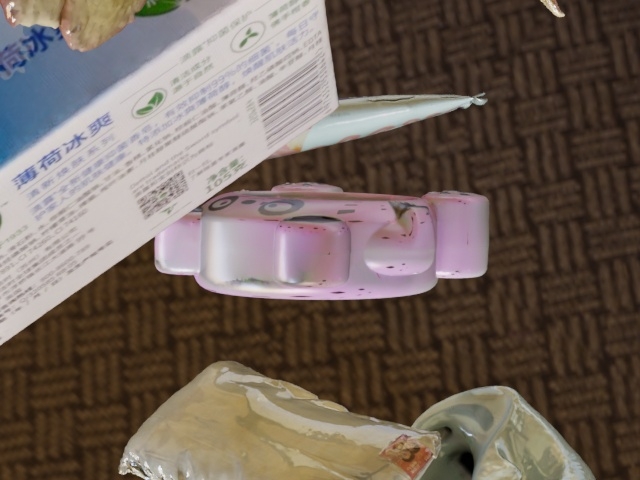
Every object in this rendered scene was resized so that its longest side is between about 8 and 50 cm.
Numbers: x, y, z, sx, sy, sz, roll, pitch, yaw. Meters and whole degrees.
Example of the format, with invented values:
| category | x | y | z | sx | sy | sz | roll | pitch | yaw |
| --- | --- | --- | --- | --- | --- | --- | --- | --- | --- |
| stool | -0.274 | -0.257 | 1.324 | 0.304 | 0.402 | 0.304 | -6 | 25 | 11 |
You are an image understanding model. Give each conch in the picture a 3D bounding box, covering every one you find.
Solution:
| category | x | y | z | sx | sy | sz | roll | pitch | yaw |
| --- | --- | --- | --- | --- | --- | --- | --- | --- | --- |
| conch | 0.162 | 0.239 | 1.530 | 0.185 | 0.121 | 0.221 | 2 | 39 | -17 |

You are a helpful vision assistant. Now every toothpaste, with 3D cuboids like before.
| category | x | y | z | sx | sy | sz | roll | pitch | yaw |
| --- | --- | --- | --- | --- | --- | --- | --- | --- | --- |
| toothpaste | 0.001 | -0.074 | 1.046 | 0.205 | 0.056 | 0.036 | -10 | 94 | -11 |

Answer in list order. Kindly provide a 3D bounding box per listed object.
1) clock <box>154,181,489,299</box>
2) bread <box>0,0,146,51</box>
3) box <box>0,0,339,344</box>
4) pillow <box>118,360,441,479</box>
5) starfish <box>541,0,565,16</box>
| category | x | y | z | sx | sy | sz | roll | pitch | yaw |
| --- | --- | --- | --- | --- | --- | --- | --- | --- | --- |
| clock | 0.000 | 0.000 | 1.404 | 0.228 | 0.248 | 0.090 | 4 | 96 | 38 |
| bread | -0.078 | -0.156 | 0.516 | 0.119 | 0.067 | 0.192 | -34 | 57 | 1 |
| box | -0.092 | -0.051 | 0.659 | 0.194 | 0.139 | 0.073 | -36 | 71 | -9 |
| pillow | -0.032 | 0.153 | 1.175 | 0.229 | 0.051 | 0.128 | 16 | 50 | 39 |
| starfish | 0.089 | -0.143 | 0.778 | 0.092 | 0.086 | 0.016 | 9 | 41 | 34 |
